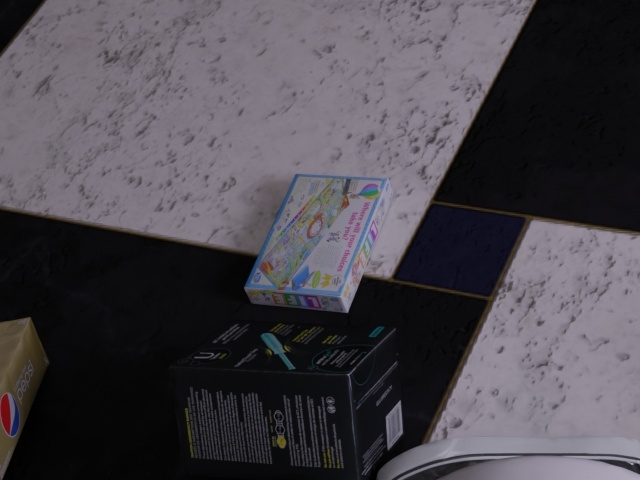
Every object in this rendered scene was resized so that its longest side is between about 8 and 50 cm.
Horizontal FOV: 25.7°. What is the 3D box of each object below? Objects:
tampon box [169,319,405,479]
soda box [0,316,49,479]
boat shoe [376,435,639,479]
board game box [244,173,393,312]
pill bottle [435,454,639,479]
[{"bbox_3d":[-0.025,0.134,1.177,0.161,0.101,0.120,1,16,23],"label":"tampon box"},{"bbox_3d":[-0.309,0.149,1.303,0.061,0.058,0.181,-10,31,11],"label":"soda box"},{"bbox_3d":[0.150,0.199,1.097,0.219,0.077,0.070,-7,45,12],"label":"boat shoe"},{"bbox_3d":[0.000,0.000,1.378,0.103,0.026,0.154,4,50,25],"label":"board game box"},{"bbox_3d":[0.139,0.352,0.854,0.224,0.224,0.392,-5,47,17],"label":"pill bottle"}]
